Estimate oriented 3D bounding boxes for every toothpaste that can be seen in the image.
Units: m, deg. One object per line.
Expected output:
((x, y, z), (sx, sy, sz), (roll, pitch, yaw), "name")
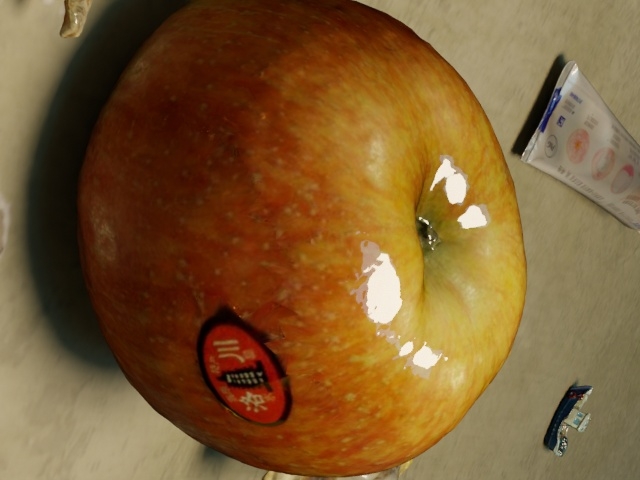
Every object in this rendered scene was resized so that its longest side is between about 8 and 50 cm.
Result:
((0.267, -0.070, 1.832), (0.100, 0.066, 0.323), (-63, 148, -3), "toothpaste")

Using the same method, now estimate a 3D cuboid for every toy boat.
((0.265, 0.190, 2.067), (0.038, 0.038, 0.083), (13, 101, -62), "toy boat")

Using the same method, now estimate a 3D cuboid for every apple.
((0.000, 0.000, 1.208), (0.277, 0.250, 0.309), (-54, 148, -20), "apple")

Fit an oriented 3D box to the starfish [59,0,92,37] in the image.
((-0.082, -0.263, 1.065), (0.295, 0.048, 0.231), (-56, 151, -20), "starfish")

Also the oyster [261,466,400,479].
((0.038, 0.125, 1.545), (0.271, 0.100, 0.275), (68, 40, -58), "oyster")

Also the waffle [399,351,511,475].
((0.111, 0.111, 1.730), (0.191, 0.032, 0.125), (-44, 148, -38), "waffle")
